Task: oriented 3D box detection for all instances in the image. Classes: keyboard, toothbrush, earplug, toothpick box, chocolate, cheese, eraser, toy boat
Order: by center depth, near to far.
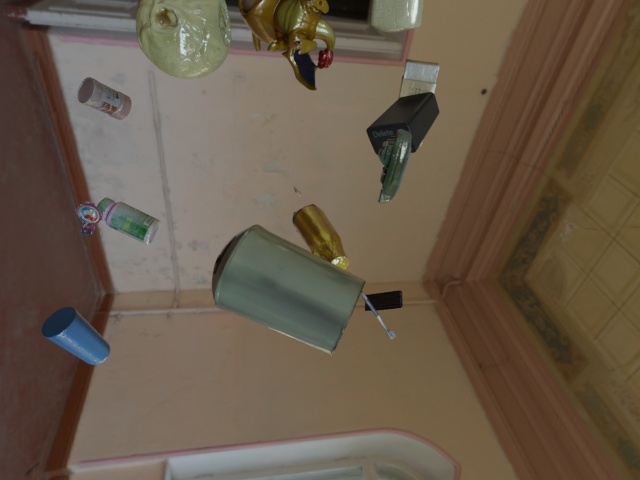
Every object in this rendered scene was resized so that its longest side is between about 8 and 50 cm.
[{"bbox_3d":[0.199,-0.202,1.204,0.260,0.085,0.078,98,7,-52],"label":"toy boat"},{"bbox_3d":[-0.784,-0.514,1.516,0.149,0.098,0.098,17,67,-60],"label":"toothpick box"},{"bbox_3d":[-0.899,-0.086,1.615,0.038,0.095,0.145,-98,-155,-61],"label":"cheese"},{"bbox_3d":[-0.926,0.388,1.620,0.132,0.132,0.273,-102,174,-46],"label":"earplug"},{"bbox_3d":[0.224,0.292,1.714,0.288,0.026,0.024,54,27,-7],"label":"toothbrush"},{"bbox_3d":[0.398,-0.581,1.777,0.078,0.144,0.343,-72,171,-55],"label":"eraser"},{"bbox_3d":[0.000,0.000,1.787,0.445,0.162,0.162,-122,-148,-58],"label":"chocolate"},{"bbox_3d":[0.287,0.284,1.926,0.250,0.017,0.087,-17,-113,53],"label":"keyboard"}]

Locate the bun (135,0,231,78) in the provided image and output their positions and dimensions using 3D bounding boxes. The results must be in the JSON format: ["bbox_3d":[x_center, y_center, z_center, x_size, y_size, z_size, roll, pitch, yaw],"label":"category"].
[{"bbox_3d":[-0.499,-0.769,1.480,0.202,0.364,0.364,-68,160,-77],"label":"bun"}]

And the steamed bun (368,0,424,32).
[{"bbox_3d":[0.350,-1.056,1.882,0.155,0.250,0.200,-46,143,-42],"label":"steamed bun"}]

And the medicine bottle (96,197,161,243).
[{"bbox_3d":[-0.908,-0.096,1.965,0.133,0.274,0.133,-60,-172,15],"label":"medicine bottle"}]

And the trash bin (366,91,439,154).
[{"bbox_3d":[0.293,-0.410,1.442,0.165,0.225,0.115,5,-43,43],"label":"trash bin"}]

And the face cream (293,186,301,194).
[{"bbox_3d":[-0.116,-0.245,2.094,0.038,0.020,0.115,65,8,9],"label":"face cream"}]

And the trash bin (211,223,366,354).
[{"bbox_3d":[-0.109,0.139,1.247,0.280,0.432,0.280,24,90,-83],"label":"trash bin"}]

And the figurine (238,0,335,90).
[{"bbox_3d":[-0.120,-0.759,1.467,0.387,0.268,0.401,37,-46,35],"label":"figurine"}]
